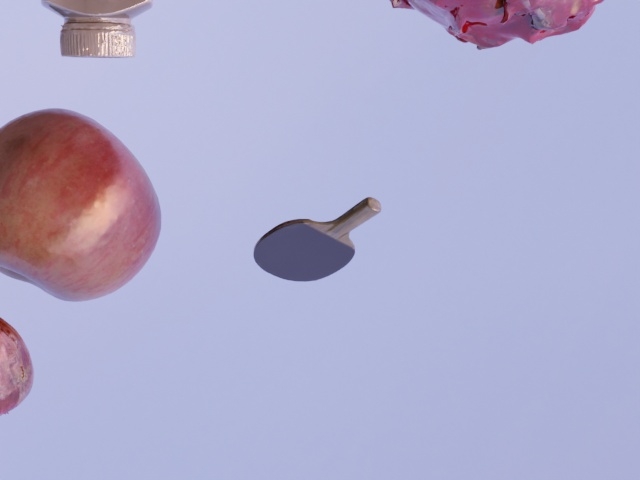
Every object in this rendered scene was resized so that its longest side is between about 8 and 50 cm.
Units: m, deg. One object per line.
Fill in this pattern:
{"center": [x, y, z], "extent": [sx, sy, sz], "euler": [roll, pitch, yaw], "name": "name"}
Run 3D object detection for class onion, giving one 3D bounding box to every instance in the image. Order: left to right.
{"center": [-0.479, 0.155, 1.479], "extent": [0.160, 0.194, 0.159], "euler": [-17, -166, 4], "name": "onion"}

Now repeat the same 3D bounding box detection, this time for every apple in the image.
{"center": [-0.414, -0.043, 1.712], "extent": [0.269, 0.344, 0.345], "euler": [-44, -139, -22], "name": "apple"}

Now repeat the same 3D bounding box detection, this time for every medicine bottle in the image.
{"center": [-0.263, -0.310, 1.281], "extent": [0.132, 0.188, 0.088], "euler": [-1, -171, -13], "name": "medicine bottle"}

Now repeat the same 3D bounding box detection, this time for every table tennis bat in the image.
{"center": [0.000, 0.000, 1.641], "extent": [0.246, 0.138, 0.022], "euler": [-35, -140, 41], "name": "table tennis bat"}

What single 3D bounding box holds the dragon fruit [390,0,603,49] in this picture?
{"center": [0.227, -0.387, 1.327], "extent": [0.371, 0.386, 0.249], "euler": [-28, -130, 17], "name": "dragon fruit"}
